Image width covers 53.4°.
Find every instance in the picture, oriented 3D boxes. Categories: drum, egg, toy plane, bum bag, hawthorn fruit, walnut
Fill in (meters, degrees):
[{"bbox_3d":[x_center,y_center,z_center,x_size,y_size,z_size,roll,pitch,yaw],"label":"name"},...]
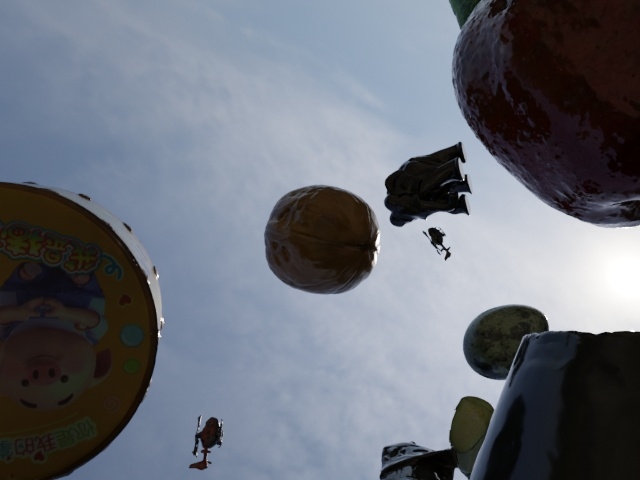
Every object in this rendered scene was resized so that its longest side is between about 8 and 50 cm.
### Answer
[{"bbox_3d":[-0.440,0.118,0.912,0.431,0.431,0.214,9,-178,-11],"label":"drum"},{"bbox_3d":[0.348,0.186,1.188,0.172,0.132,0.132,-30,-125,-5],"label":"egg"},{"bbox_3d":[0.333,0.001,1.797,0.031,0.049,0.120,0,-136,-41],"label":"toy plane"},{"bbox_3d":[0.167,0.422,1.080,0.142,0.079,0.326,-4,-167,11],"label":"bum bag"},{"bbox_3d":[-0.233,0.411,1.307,0.060,0.037,0.145,3,-149,-3],"label":"toy plane"},{"bbox_3d":[0.249,-0.101,0.507,0.254,0.254,0.300,-5,-108,-25],"label":"hawthorn fruit"},{"bbox_3d":[0.000,0.000,1.117,0.193,0.193,0.226,-27,-165,-39],"label":"walnut"}]

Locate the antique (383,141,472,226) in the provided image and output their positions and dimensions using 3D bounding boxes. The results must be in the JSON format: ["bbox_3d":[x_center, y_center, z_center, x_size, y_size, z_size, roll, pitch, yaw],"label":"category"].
[{"bbox_3d":[0.340,-0.165,2.014,0.255,0.185,0.322,-11,-150,20],"label":"antique"}]

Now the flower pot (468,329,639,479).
[{"bbox_3d":[0.186,0.134,0.336,0.269,0.269,0.166,6,-98,-14],"label":"flower pot"}]

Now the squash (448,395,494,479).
[{"bbox_3d":[0.309,0.431,1.329,0.090,0.200,0.075,18,-154,36],"label":"squash"}]

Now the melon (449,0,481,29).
[{"bbox_3d":[0.218,-0.274,0.784,0.118,0.064,0.209,-6,-109,-33],"label":"melon"}]
